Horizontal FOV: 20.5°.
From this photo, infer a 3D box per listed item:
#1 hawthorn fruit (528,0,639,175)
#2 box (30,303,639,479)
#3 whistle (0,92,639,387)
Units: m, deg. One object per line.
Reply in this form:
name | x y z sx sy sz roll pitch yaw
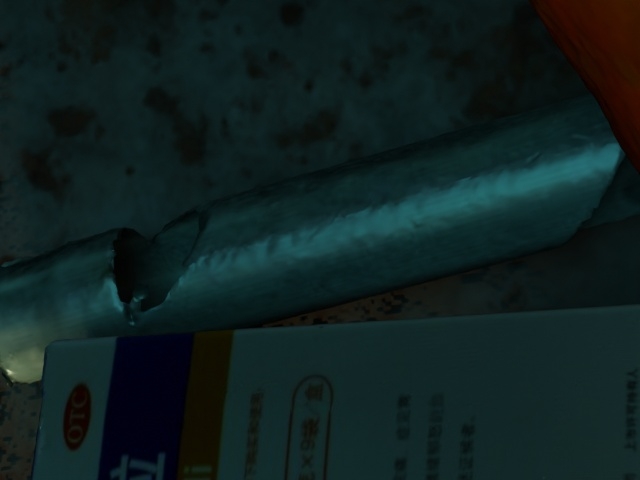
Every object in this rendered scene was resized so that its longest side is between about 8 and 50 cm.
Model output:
hawthorn fruit | 0.230 -0.156 0.520 0.403 0.403 0.403 0 89 19
box | 0.030 0.138 0.679 0.299 0.106 0.200 -4 69 25
whistle | 0.000 0.000 0.761 0.312 0.062 0.062 -15 84 17
